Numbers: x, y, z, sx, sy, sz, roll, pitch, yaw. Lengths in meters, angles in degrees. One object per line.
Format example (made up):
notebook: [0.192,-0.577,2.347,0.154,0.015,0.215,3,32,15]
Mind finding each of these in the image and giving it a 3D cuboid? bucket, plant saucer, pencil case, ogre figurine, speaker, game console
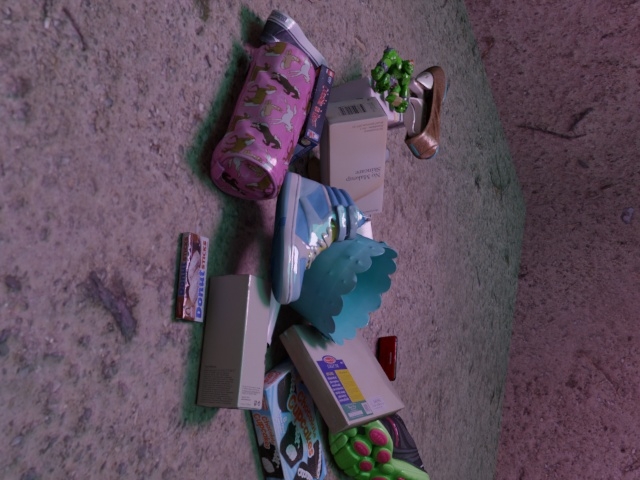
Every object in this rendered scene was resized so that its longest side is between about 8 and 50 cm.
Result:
bucket: [0.045,0.099,1.619,0.281,0.183,0.281,-44,152,-31]
plant saucer: [-0.019,-0.193,1.817,0.083,0.015,0.083,17,71,-60]
pencil case: [-0.128,-0.275,1.492,0.160,0.167,0.386,76,23,-56]
ogre figurine: [0.195,-0.438,1.747,0.197,0.097,0.118,26,73,-36]
speaker: [-0.127,0.180,1.527,0.055,0.055,0.136,53,42,-44]
game console: [0.231,0.388,2.108,0.085,0.124,0.144,14,71,-32]

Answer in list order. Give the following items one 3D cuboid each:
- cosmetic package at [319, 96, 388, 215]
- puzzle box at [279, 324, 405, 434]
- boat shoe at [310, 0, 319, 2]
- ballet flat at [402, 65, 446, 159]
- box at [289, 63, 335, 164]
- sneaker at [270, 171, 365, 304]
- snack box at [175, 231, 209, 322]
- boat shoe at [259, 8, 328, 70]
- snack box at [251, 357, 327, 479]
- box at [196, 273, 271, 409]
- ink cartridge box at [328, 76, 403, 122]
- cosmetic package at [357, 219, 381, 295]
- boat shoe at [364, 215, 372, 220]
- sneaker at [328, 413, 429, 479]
cosmetic package: [0.083,-0.213,1.729,0.113,0.160,0.309,-111,-167,-47]
puzzle box: [0.066,0.345,1.687,0.272,0.052,0.409,59,18,21]
boat shoe: [-0.039,-0.734,1.805,0.223,0.073,0.080,15,73,-60]
ballet flat: [0.296,-0.402,1.920,0.124,0.116,0.342,27,62,-36]
box: [-0.045,-0.312,1.642,0.044,0.159,0.233,27,59,-26]
sneaker: [0.000,0.000,1.463,0.127,0.208,0.319,126,-29,-62]
snack box: [-0.262,0.076,1.334,0.064,0.022,0.178,24,65,-59]
boat shoe: [-0.072,-0.478,1.692,0.102,0.108,0.301,-58,160,1]
snack box: [-0.075,0.467,1.569,0.187,0.060,0.322,-29,111,-60]
box: [-0.179,0.214,1.373,0.094,0.113,0.275,29,62,-57]
ink cartridge box: [0.132,-0.386,1.920,0.353,0.207,0.119,-13,94,-62]
cosmetic package: [0.083,0.066,1.827,0.127,0.107,0.238,-9,99,-24]
boat shoe: [0.101,-0.133,1.931,0.118,0.103,0.320,10,77,-60]
sneaker: [0.156,0.587,1.898,0.483,0.185,0.202,55,15,-39]
